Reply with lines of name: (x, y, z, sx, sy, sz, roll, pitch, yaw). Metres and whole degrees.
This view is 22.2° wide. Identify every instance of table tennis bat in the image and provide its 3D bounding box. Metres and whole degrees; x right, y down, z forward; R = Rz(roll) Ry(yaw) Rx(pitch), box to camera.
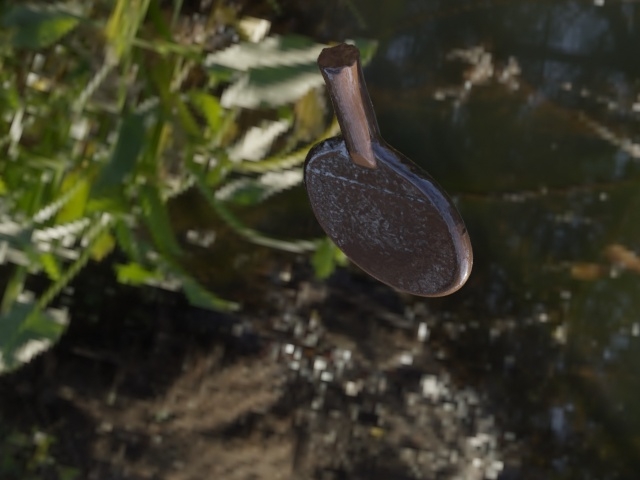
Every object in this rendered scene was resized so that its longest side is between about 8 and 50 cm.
table tennis bat: (0.000, 0.000, 0.840, 0.107, 0.119, 0.170, 18, 143, 35)
